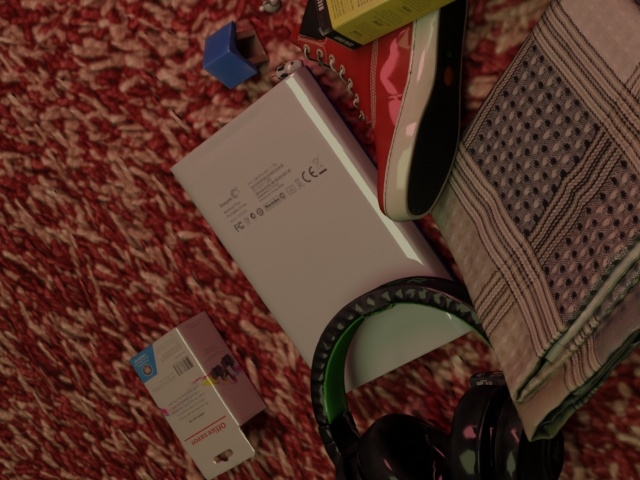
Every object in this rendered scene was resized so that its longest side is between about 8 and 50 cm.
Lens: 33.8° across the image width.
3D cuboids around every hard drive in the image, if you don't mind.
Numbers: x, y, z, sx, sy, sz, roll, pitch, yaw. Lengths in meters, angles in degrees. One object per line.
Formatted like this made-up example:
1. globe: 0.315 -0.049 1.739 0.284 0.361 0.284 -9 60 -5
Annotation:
1. hard drive: 0.000 0.000 1.137 0.210 0.040 0.318 -32 95 36

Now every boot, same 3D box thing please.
1. boot: 0.044 -0.143 1.035 0.176 0.088 0.244 6 89 32

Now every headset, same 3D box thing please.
1. headset: 0.149 0.224 1.081 0.243 0.185 0.394 -25 85 31

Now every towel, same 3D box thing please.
1. towel: 0.207 -0.042 0.895 0.312 0.056 0.324 -57 35 33

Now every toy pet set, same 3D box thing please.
1. toy pet set: -0.071 -0.220 1.111 0.114 0.065 0.122 -24 92 36

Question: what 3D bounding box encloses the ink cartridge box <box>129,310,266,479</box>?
1. ink cartridge box: -0.142 0.193 1.304 0.104 0.061 0.181 -35 86 36

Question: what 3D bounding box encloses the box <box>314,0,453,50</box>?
1. box: 0.100 -0.257 0.930 0.232 0.058 0.087 -23 71 30

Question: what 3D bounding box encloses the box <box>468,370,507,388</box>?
1. box: 0.203 0.170 1.104 0.083 0.018 0.067 -9 102 34
